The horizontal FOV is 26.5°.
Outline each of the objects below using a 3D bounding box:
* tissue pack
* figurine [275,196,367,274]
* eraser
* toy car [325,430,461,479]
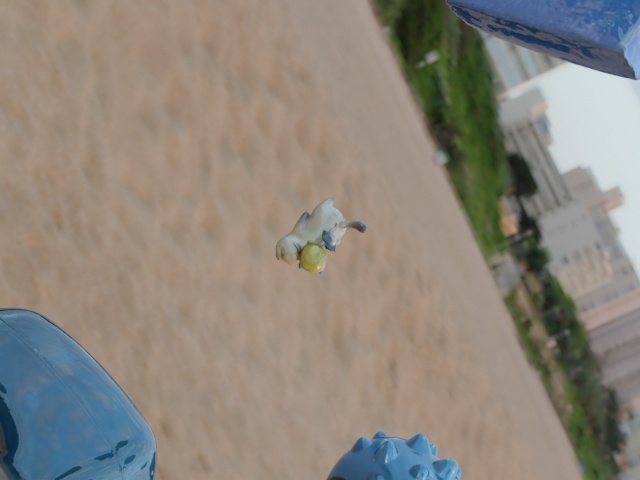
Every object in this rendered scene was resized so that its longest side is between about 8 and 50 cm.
[{"bbox_3d":[-0.302,0.207,1.439,0.287,0.206,0.198,39,-51,30],"label":"tissue pack"},{"bbox_3d":[0.000,0.000,1.315,0.051,0.083,0.047,37,-15,43],"label":"figurine"},{"bbox_3d":[0.225,-0.245,0.880,0.144,0.311,0.042,26,-16,39],"label":"eraser"},{"bbox_3d":[0.130,0.387,2.029,0.189,0.190,0.255,14,18,-48],"label":"toy car"}]
